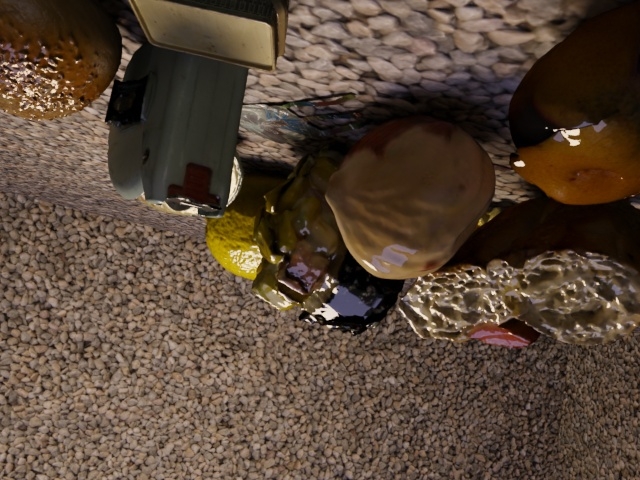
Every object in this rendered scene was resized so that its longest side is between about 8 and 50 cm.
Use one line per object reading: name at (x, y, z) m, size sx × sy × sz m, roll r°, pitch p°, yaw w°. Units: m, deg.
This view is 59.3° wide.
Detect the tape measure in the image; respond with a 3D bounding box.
tape measure at (-0.203, -0.156, 0.751) m, size 0.125 × 0.243 × 0.246 m, roll 16°, pitch 170°, yaw -41°

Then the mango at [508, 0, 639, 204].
mango at (0.303, -0.129, 0.598) m, size 0.201 × 0.153 × 0.287 m, roll 12°, pitch 170°, yaw 14°

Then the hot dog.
hot dog at (0.378, 0.041, 0.973) m, size 0.367 × 0.196 × 0.365 m, roll -11°, pitch -162°, yaw 38°

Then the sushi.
sushi at (0.000, 0.000, 1.096) m, size 0.285 × 0.328 × 0.328 m, roll 14°, pitch 163°, yaw -16°

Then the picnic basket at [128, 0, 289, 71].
picnic basket at (-0.112, -0.252, 0.597) m, size 0.164 × 0.080 × 0.115 m, roll 13°, pitch 171°, yaw -3°

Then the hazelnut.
hazelnut at (0.127, -0.067, 0.863) m, size 0.241 × 0.261 × 0.261 m, roll 7°, pitch 173°, yaw -25°

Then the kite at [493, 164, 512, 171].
kite at (0.289, -0.129, 1.043) m, size 0.137 × 0.005 × 0.152 m, roll 5°, pitch 169°, yaw 36°

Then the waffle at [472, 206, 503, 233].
waffle at (0.343, 0.036, 1.268) m, size 0.056 × 0.250 × 0.261 m, roll -16°, pitch -178°, yaw -33°

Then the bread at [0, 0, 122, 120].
bread at (-0.350, -0.240, 0.685) m, size 0.192 × 0.171 × 0.314 m, roll 14°, pitch 171°, yaw 5°

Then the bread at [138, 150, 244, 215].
bread at (-0.289, -0.150, 1.148) m, size 0.266 × 0.040 × 0.267 m, roll 2°, pitch 137°, yaw 2°

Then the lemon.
lemon at (-0.121, -0.029, 1.341) m, size 0.321 × 0.268 × 0.268 m, roll 5°, pitch 169°, yaw 7°

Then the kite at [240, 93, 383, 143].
kite at (-0.043, -0.207, 0.958) m, size 0.169 × 0.015 × 0.310 m, roll 21°, pitch 167°, yaw -41°
